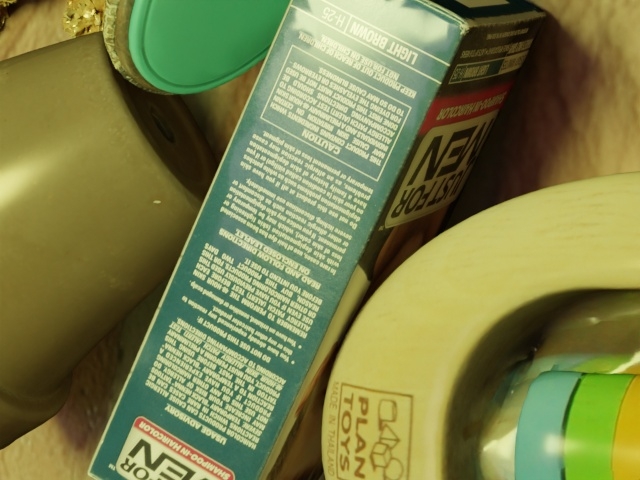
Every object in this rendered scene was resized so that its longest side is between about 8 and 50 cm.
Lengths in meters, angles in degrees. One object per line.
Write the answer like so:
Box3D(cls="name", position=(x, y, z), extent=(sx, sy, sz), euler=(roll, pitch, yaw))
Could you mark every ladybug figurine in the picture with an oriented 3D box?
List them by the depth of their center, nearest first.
Box3D(cls="ladybug figurine", position=(0.201, 0.115, 1.017), extent=(0.449, 0.162, 0.305), euler=(5, 92, 36))

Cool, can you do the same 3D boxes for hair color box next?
Box3D(cls="hair color box", position=(0.000, 0.000, 1.151), extent=(0.105, 0.174, 0.347), euler=(30, 108, 15))

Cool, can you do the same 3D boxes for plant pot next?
Box3D(cls="plant pot", position=(-0.197, -0.024, 1.290), extent=(0.229, 0.263, 0.263), euler=(-32, 69, 13))

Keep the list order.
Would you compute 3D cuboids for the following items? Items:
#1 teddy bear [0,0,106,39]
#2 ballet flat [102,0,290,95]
Box3D(cls="teddy bear", position=(-0.204, -0.252, 1.363), extent=(0.338, 0.113, 0.245), euler=(3, 93, 37))
Box3D(cls="ballet flat", position=(0.015, -0.311, 1.192), extent=(0.483, 0.164, 0.182), euler=(-51, 44, 17))
